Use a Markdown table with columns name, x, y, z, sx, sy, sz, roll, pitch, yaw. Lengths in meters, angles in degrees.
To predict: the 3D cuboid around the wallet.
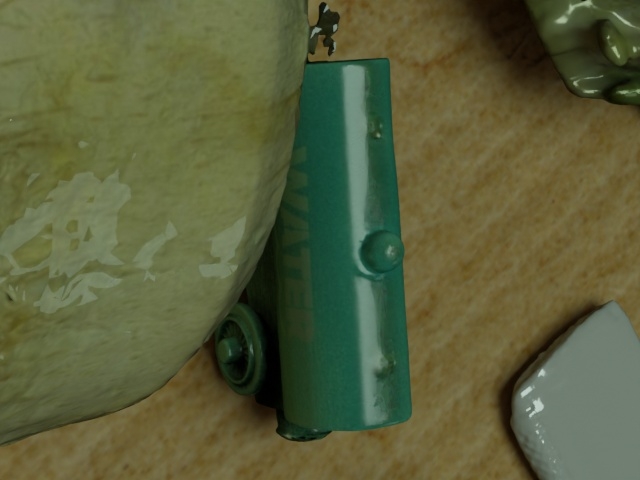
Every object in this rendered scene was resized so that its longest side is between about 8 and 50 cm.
| name | x | y | z | sx | sy | sz | roll | pitch | yaw |
| --- | --- | --- | --- | --- | --- | --- | --- | --- | --- |
| wallet | 0.201 | 0.143 | 1.294 | 0.124 | 0.032 | 0.183 | -41 | 113 | -26 |

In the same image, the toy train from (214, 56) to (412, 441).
| name | x | y | z | sx | sy | sz | roll | pitch | yaw |
| --- | --- | --- | --- | --- | --- | --- | --- | --- | --- |
| toy train | 0.000 | 0.000 | 1.072 | 0.101 | 0.159 | 0.248 | -8 | 99 | -29 |

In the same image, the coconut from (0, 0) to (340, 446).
| name | x | y | z | sx | sy | sz | roll | pitch | yaw |
| --- | --- | --- | --- | --- | --- | --- | --- | --- | --- |
| coconut | -0.231 | -0.086 | 0.775 | 0.404 | 0.404 | 0.404 | -2 | 94 | -35 |

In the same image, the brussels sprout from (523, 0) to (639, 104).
| name | x | y | z | sx | sy | sz | roll | pitch | yaw |
| --- | --- | --- | --- | --- | --- | --- | --- | --- | --- |
| brussels sprout | 0.302 | -0.227 | 1.179 | 0.276 | 0.371 | 0.315 | 63 | 20 | -50 |
